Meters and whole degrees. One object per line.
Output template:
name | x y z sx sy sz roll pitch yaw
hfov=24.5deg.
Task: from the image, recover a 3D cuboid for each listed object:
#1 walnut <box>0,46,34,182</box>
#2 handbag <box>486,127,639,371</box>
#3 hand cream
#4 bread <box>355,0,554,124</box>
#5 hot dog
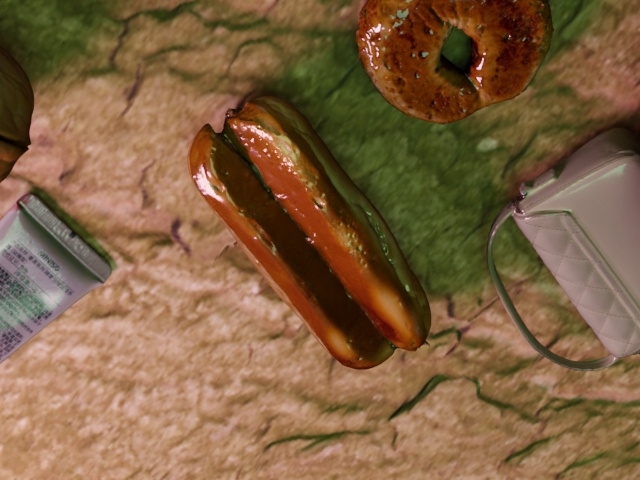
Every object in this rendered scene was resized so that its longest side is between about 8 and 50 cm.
walnut | -0.358 -0.117 1.314 0.207 0.167 0.167 16 112 -18
handbag | 0.289 0.023 1.542 0.219 0.079 0.256 -31 117 15
hand cream | -0.373 0.102 1.483 0.341 0.078 0.124 -42 115 3
bread | 0.127 -0.200 1.410 0.193 0.064 0.193 -6 123 -9
hot dog | 0.000 0.000 1.467 0.135 0.100 0.337 -31 116 16
